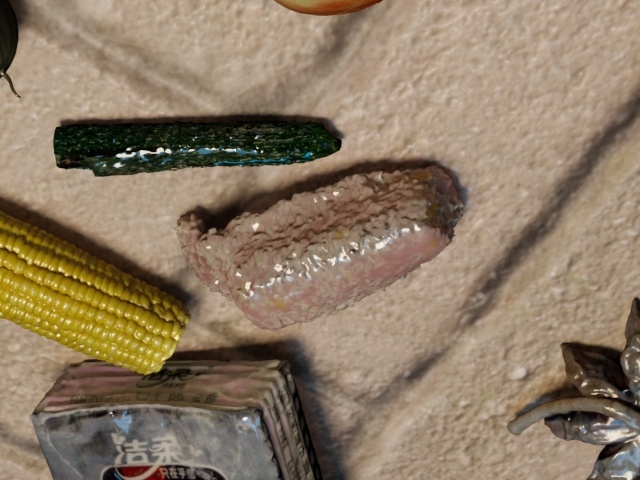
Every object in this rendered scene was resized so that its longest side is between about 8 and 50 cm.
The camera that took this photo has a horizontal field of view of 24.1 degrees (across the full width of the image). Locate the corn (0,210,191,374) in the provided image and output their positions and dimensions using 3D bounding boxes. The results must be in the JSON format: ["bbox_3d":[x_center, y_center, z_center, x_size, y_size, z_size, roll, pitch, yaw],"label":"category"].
[{"bbox_3d":[-0.243,0.047,1.397,0.244,0.093,0.093,25,126,-14],"label":"corn"}]

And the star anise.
[{"bbox_3d":[0.304,0.168,1.429,0.262,0.081,0.230,-8,110,16],"label":"star anise"}]

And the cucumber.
[{"bbox_3d":[-0.109,-0.082,1.314,0.257,0.044,0.043,-1,123,6],"label":"cucumber"}]

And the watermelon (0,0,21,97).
[{"bbox_3d":[-0.293,-0.163,1.225,0.133,0.105,0.105,43,122,-2],"label":"watermelon"}]

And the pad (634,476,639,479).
[{"bbox_3d":[0.395,0.209,1.459,0.193,0.116,0.004,-19,161,18],"label":"pad"}]

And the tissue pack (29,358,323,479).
[{"bbox_3d":[-0.117,0.289,1.513,0.259,0.122,0.361,-3,119,20],"label":"tissue pack"}]

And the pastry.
[{"bbox_3d":[-0.003,0.011,1.334,0.265,0.112,0.103,-13,136,17],"label":"pastry"}]

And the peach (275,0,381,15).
[{"bbox_3d":[0.030,-0.286,1.035,0.257,0.232,0.232,-40,115,20],"label":"peach"}]
